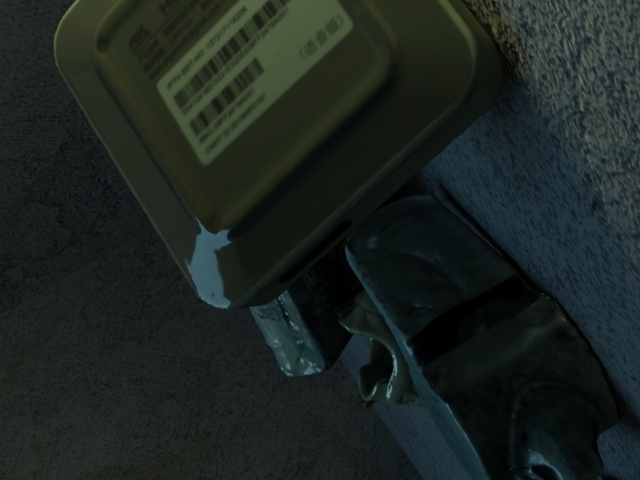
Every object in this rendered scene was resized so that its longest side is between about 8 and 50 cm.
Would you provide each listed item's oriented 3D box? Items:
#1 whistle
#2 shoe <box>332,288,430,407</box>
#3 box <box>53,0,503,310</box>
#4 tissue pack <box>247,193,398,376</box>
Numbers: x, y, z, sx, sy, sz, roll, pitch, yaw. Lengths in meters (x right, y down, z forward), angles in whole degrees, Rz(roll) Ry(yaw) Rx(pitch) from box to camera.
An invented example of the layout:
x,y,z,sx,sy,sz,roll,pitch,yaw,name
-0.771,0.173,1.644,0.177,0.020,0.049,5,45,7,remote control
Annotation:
x,y,z,sx,sy,sz,roll,pitch,yaw,name
0.174,0.111,1.425,0.404,0.168,0.188,57,173,14,whistle
0.147,0.170,1.680,0.342,0.211,0.132,62,172,-24,shoe
-0.061,-0.174,1.179,0.373,0.367,0.090,56,-155,18,box
0.000,0.000,1.711,0.103,0.315,0.228,-10,119,35,tissue pack
